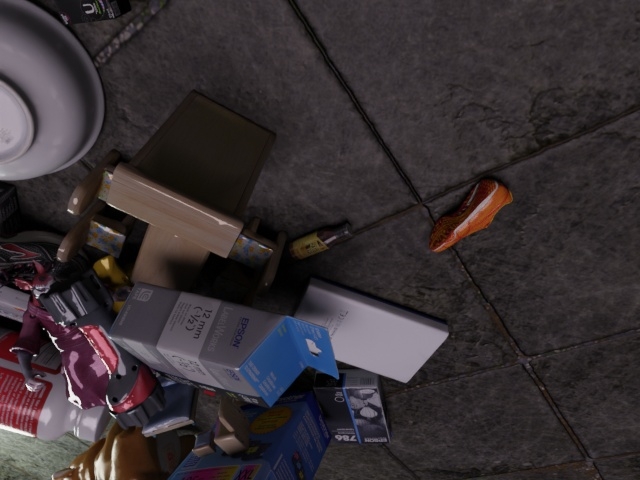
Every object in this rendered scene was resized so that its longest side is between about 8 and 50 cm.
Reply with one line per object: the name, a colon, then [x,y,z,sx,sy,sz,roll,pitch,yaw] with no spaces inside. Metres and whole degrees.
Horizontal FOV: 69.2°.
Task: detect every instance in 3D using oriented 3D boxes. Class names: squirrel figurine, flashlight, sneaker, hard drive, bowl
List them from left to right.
bowl: [-0.489,-0.203,0.688,0.297,0.134,0.298,-7,126,-10]
sneaker: [-0.623,0.048,0.930,0.299,0.112,0.121,12,125,-45]
flashlight: [-0.396,0.205,0.852,0.103,0.103,0.304,-13,116,20]
squirrel figurine: [-0.594,0.696,1.335,0.370,0.397,0.281,-21,128,14]
hard drive: [0.093,0.208,1.047,0.318,0.040,0.210,20,130,-7]
sneaker: [0.259,-0.030,0.811,0.067,0.064,0.175,25,132,-23]

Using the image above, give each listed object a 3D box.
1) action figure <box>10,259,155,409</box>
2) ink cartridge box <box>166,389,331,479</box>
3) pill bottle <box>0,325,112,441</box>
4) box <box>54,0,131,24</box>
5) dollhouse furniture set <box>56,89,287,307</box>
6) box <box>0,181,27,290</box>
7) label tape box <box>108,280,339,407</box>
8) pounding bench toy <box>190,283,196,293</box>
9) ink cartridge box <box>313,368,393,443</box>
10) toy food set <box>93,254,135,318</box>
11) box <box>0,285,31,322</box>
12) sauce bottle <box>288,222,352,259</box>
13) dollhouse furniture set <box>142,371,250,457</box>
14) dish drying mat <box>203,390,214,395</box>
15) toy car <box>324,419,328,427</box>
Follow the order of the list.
action figure: [-0.508,0.182,0.995,0.248,0.275,0.370,-32,123,-22]
ink cartridge box: [-0.150,0.510,1.106,0.270,0.395,0.151,-17,98,23]
pill bottle: [-0.745,0.376,1.204,0.407,0.229,0.229,20,129,-6]
box: [-0.327,-0.346,0.656,0.083,0.052,0.062,-1,128,11]
dollhouse furniture set: [-0.244,-0.004,0.790,0.362,0.256,0.394,26,128,-12]
box: [-0.752,-0.026,0.986,0.216,0.060,0.270,17,130,-4]
label tape box: [-0.154,0.207,0.831,0.347,0.115,0.249,12,150,15]
pounding bench toy: [-0.304,0.106,1.009,0.052,0.065,0.083,27,139,-14]
ink cartridge box: [0.097,0.468,1.247,0.165,0.065,0.333,-6,129,14]
toy food set: [-0.436,0.101,1.030,0.128,0.071,0.218,41,136,-1]
box: [-0.744,0.144,1.089,0.145,0.038,0.186,26,151,-20]
sauce bottle: [0.000,0.000,0.892,0.128,0.042,0.042,-23,122,27]
dollhouse furniture set: [-0.334,0.341,1.069,0.303,0.286,0.198,-19,124,9]
dish drying mat: [-0.304,0.409,1.301,0.032,0.008,0.083,22,130,-7]
toy car: [-0.066,0.572,1.310,0.182,0.136,0.159,30,127,-15]
